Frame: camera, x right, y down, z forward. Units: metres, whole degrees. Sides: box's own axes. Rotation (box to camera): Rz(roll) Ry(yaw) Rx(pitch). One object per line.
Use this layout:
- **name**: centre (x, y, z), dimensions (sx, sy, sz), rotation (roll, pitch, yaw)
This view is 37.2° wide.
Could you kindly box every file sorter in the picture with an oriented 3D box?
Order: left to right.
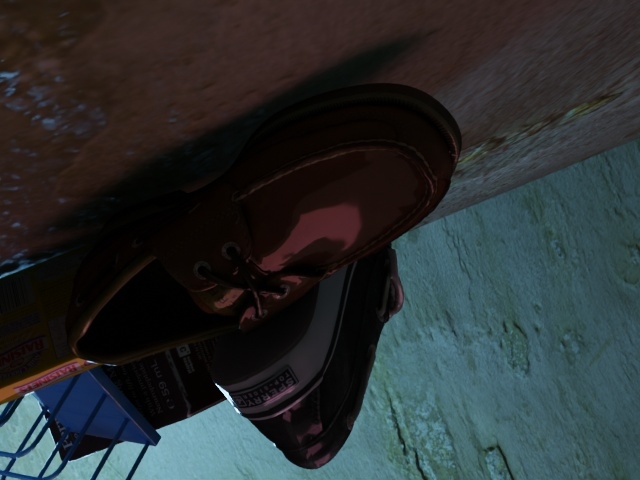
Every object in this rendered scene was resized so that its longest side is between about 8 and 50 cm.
- **file sorter**: centre (-0.249, 0.165, 0.848), dimensions (0.118, 0.170, 0.105), rotation (1, -132, 31)

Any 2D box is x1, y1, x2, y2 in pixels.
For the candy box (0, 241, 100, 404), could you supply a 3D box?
- **candy box**: centre (-0.185, 0.052, 0.736), dimensions (0.205, 0.105, 0.027), rotation (-21, 143, -8)

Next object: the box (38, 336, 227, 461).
- **box**: centre (-0.182, 0.110, 1.005), dimensions (0.203, 0.169, 0.167), rotation (-26, 176, 33)

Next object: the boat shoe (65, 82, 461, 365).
- **boat shoe**: centre (-0.045, 0.010, 0.597), dimensions (0.307, 0.110, 0.104), rotation (-26, -150, 39)

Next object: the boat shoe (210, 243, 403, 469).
- **boat shoe**: centre (0.010, 0.037, 0.718), dimensions (0.113, 0.105, 0.306), rotation (-25, -154, 21)
